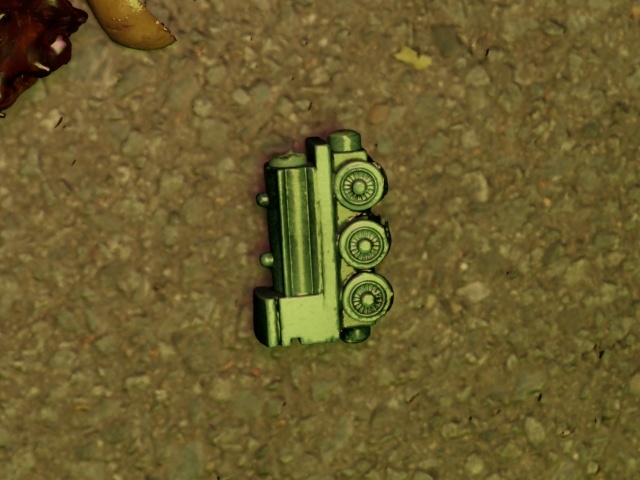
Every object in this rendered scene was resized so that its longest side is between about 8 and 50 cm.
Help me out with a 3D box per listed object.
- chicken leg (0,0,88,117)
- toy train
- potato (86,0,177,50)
[{"bbox_3d":[-0.360,-0.182,1.029,0.406,0.096,0.158,3,120,-16],"label":"chicken leg"},{"bbox_3d":[0.000,0.000,1.190,0.111,0.071,0.171,-5,103,-9],"label":"toy train"},{"bbox_3d":[-0.148,-0.167,1.124,0.036,0.037,0.093,-45,111,0],"label":"potato"}]
